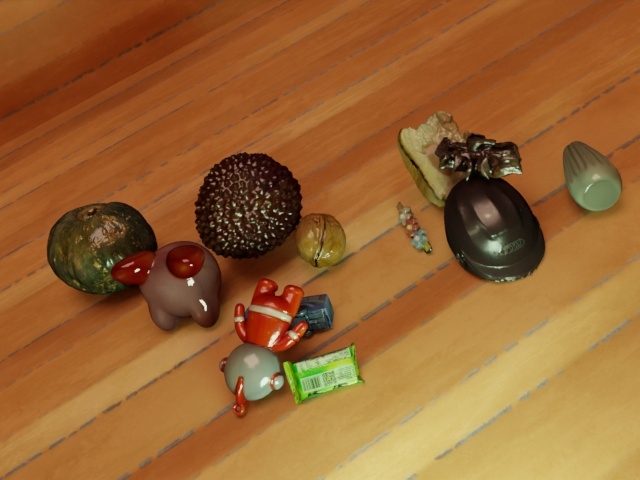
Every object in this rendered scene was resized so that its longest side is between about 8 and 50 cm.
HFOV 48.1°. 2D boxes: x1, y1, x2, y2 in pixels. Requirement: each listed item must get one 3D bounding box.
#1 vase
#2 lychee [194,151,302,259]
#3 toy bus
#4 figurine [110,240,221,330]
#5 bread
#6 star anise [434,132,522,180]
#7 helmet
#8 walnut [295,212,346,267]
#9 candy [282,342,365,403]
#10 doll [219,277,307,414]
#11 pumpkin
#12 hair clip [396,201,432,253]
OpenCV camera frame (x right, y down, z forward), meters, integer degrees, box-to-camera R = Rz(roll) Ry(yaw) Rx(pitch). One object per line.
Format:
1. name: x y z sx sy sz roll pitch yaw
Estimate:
1. vase: 0.698 -0.180 1.879 0.128 0.128 0.248 -15 32 10
2. lychee: -0.204 -0.098 2.036 0.305 0.306 0.330 2 49 27
3. toy bus: -0.084 0.200 1.865 0.236 0.079 0.094 -8 26 17
4. figurine: -0.386 0.095 1.984 0.269 0.262 0.211 -8 39 21
5. bread: 0.349 -0.215 1.997 0.183 0.224 0.211 -31 36 1
6. star anise: 0.412 -0.224 1.847 0.219 0.099 0.214 -3 32 4
7. helmet: 0.432 -0.053 1.818 0.224 0.177 0.305 -26 38 -7
8. walnut: 0.000 0.000 1.998 0.144 0.144 0.180 -15 32 10
9. candy: 0.009 0.311 1.688 0.178 0.032 0.102 -18 81 4
10. doll: -0.144 0.263 1.755 0.199 0.105 0.337 12 73 20
11. pumpkin: -0.660 0.025 2.189 0.327 0.258 0.291 9 36 42
12. hair clip: 0.252 -0.041 1.981 0.056 0.062 0.214 13 32 -22
